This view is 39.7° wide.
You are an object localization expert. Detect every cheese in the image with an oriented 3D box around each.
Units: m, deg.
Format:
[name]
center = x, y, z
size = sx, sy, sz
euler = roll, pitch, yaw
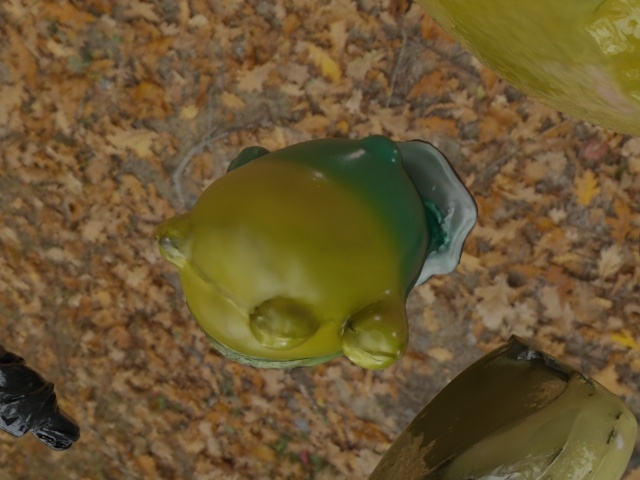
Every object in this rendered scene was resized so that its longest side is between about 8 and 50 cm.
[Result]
[cheese]
center = 0.142, 0.237, 0.850
size = 0.128, 0.316, 0.259
euler = 50, 173, -6

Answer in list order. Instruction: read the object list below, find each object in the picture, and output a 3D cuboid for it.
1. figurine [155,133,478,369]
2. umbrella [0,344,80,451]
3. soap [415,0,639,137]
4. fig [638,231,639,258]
[figurine]
center = 0.000, 0.000, 0.943
size = 0.324, 0.340, 0.231
euler = 36, 124, 22
[umbrella]
center = -0.292, 0.116, 0.781
size = 0.235, 0.066, 0.059
euler = 52, 174, -37
[soap]
center = 0.165, -0.155, 0.516
size = 0.306, 0.115, 0.427
euler = 32, 179, -26
[fig]
center = 0.522, 0.020, 1.203
size = 0.177, 0.117, 0.117
euler = 13, 139, 35
